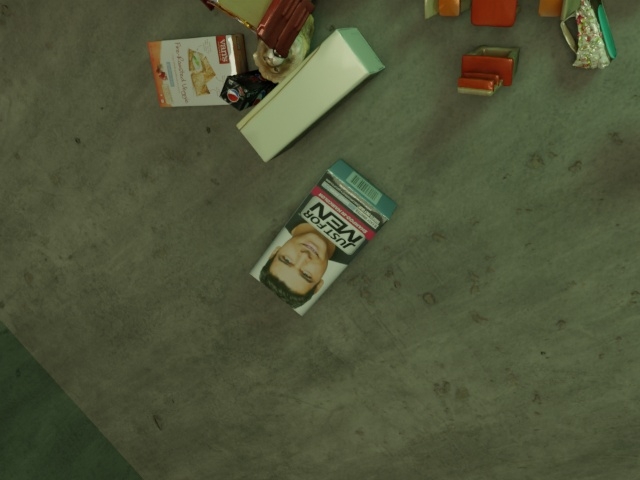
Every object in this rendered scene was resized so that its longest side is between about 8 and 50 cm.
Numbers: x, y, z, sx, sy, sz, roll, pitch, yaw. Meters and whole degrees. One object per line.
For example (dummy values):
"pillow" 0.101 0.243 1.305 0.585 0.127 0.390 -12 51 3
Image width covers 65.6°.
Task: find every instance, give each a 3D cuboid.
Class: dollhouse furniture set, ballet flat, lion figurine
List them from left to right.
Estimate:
"lion figurine" -0.133 -0.551 1.067 0.240 0.142 0.392 -42 81 37
"dollhouse furniture set" -0.062 -0.553 0.889 0.201 0.152 0.374 37 103 7
"dollhouse furniture set" 0.315 -0.414 0.905 0.262 0.135 0.259 18 134 32
"ballet flat" 0.479 -0.430 0.915 0.077 0.091 0.241 -6 109 46

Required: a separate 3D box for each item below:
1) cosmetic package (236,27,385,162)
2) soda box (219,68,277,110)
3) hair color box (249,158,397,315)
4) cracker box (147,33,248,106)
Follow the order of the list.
"cosmetic package" -0.022 -0.318 1.099 0.309 0.160 0.113 -36 97 28
"soda box" -0.160 -0.345 1.130 0.060 0.169 0.053 35 121 2
"hair color box" 0.000 0.000 1.260 0.185 0.113 0.374 39 121 0
"cracker box" -0.293 -0.411 1.208 0.232 0.067 0.156 3 114 18
